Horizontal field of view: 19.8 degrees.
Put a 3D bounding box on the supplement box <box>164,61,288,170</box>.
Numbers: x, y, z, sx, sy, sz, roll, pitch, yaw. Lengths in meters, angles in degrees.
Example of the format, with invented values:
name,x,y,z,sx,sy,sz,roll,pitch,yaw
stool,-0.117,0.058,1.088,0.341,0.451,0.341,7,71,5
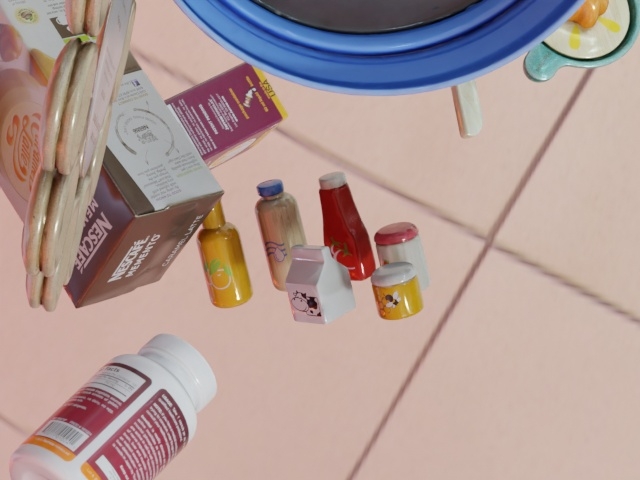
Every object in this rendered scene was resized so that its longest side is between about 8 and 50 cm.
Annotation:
name,x,y,z,sx,sy,sz,roll,pitch,yaw
supplement box,-0.144,-0.117,2.032,0.081,0.188,0.104,59,149,3

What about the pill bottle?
name,x,y,z,sx,sy,sz,roll,pitch,yaw
pill bottle,-0.145,0.138,1.327,0.086,0.152,0.086,27,141,25

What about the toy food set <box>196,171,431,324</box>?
name,x,y,z,sx,sy,sz,roll,pitch,yaw
toy food set,0.000,0.000,1.577,0.232,0.111,0.104,4,114,46

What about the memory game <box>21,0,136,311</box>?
name,x,y,z,sx,sy,sz,roll,pitch,yaw
memory game,-0.066,-0.069,0.554,0.012,0.186,0.186,12,119,-5

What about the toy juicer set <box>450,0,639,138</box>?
name,x,y,z,sx,sy,sz,roll,pitch,yaw
toy juicer set,0.234,-0.261,1.832,0.209,0.329,0.089,60,160,10

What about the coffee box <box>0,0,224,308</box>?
name,x,y,z,sx,sy,sz,roll,pitch,yaw
coffee box,-0.209,-0.087,1.584,0.246,0.098,0.141,55,136,18

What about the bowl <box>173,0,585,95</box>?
name,x,y,z,sx,sy,sz,roll,pitch,yaw
bowl,0.044,-0.300,1.339,0.391,0.077,0.391,-3,113,-7
